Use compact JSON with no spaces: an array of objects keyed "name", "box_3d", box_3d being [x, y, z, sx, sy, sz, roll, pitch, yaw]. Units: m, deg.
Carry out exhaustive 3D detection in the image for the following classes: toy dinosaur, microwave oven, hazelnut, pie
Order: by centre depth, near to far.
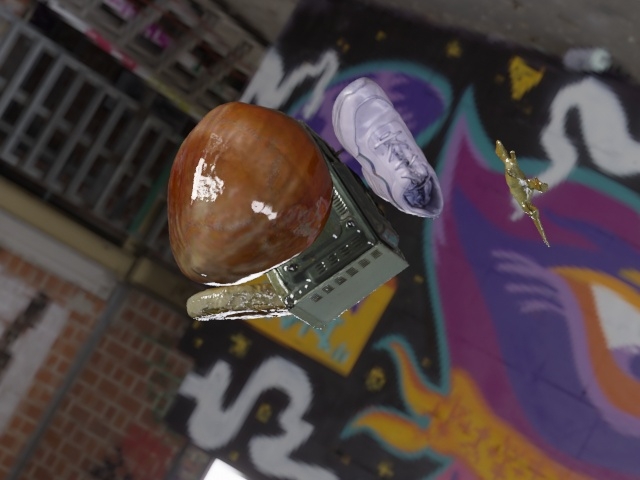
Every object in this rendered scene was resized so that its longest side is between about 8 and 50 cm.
[{"name":"hazelnut","box_3d":[-0.080,-0.043,1.383,0.176,0.214,0.214,24,174,5]},{"name":"microwave oven","box_3d":[-0.014,-0.021,1.587,0.205,0.163,0.129,57,-169,26]},{"name":"pie","box_3d":[-0.099,0.090,1.871,0.195,0.046,0.195,-5,174,-1]},{"name":"toy dinosaur","box_3d":[0.332,-0.078,2.114,0.126,0.039,0.162,52,166,45]}]

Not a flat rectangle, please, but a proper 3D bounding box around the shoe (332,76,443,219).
[{"name":"shoe","box_3d":[0.107,-0.132,1.923,0.138,0.095,0.245,37,162,47]}]
